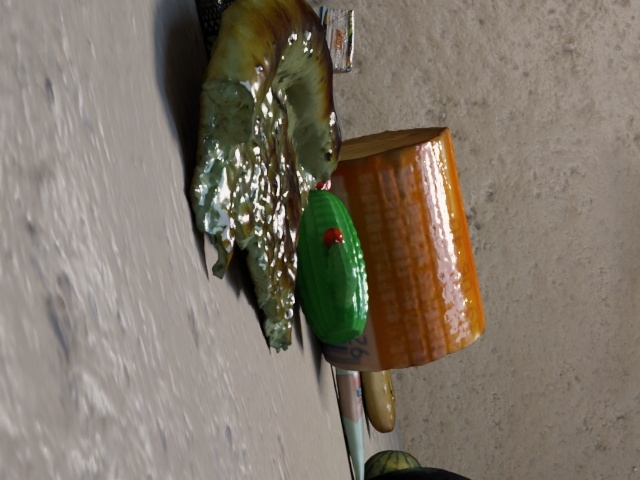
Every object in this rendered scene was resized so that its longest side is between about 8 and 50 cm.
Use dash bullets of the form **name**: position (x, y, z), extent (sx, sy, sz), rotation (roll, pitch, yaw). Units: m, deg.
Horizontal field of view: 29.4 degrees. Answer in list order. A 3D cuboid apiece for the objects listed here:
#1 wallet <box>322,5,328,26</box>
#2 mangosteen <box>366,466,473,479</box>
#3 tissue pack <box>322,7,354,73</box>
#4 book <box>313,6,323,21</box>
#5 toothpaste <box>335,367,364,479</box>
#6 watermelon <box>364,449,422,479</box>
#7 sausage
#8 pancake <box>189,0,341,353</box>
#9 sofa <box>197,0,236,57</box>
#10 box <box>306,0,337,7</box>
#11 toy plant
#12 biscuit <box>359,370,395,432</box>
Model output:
- **wallet**: position (-0.031, -0.390, 2.235), extent (0.251, 0.054, 0.290), rotation (63, 23, -57)
- **mangosteen**: position (0.090, 0.326, 1.124), extent (0.243, 0.243, 0.242), rotation (-10, 90, -86)
- **tissue pack**: position (0.030, -0.351, 2.161), extent (0.148, 0.060, 0.108), rotation (-76, 168, -84)
- **book**: position (-0.019, -0.381, 1.947), extent (0.322, 0.018, 0.228), rotation (-70, 167, -69)
- **toothpaste**: position (0.049, 0.272, 1.806), extent (0.056, 0.036, 0.205), rotation (-74, 157, -84)
- **watermelon**: position (0.109, 0.391, 1.889), extent (0.105, 0.105, 0.133), rotation (66, 35, -73)
- **sausage**: position (0.085, 0.008, 1.648), extent (0.233, 0.233, 0.287), rotation (-77, 154, -79)
- **pancake**: position (-0.035, -0.079, 1.058), extent (0.427, 0.067, 0.304), rotation (69, 23, -72)
- **sofa**: position (-0.091, -0.221, 1.110), extent (0.060, 0.039, 0.117), rotation (-79, 158, -77)
- **box**: position (-0.050, -0.458, 1.535), extent (0.173, 0.145, 0.332), rotation (-23, 103, -83)
- **toy plant**: position (0.001, 0.013, 1.483), extent (0.154, 0.088, 0.240), rotation (92, -17, -44)
- **biscuit**: position (0.103, 0.224, 2.432), extent (0.237, 0.062, 0.290), rotation (-76, 155, -81)
